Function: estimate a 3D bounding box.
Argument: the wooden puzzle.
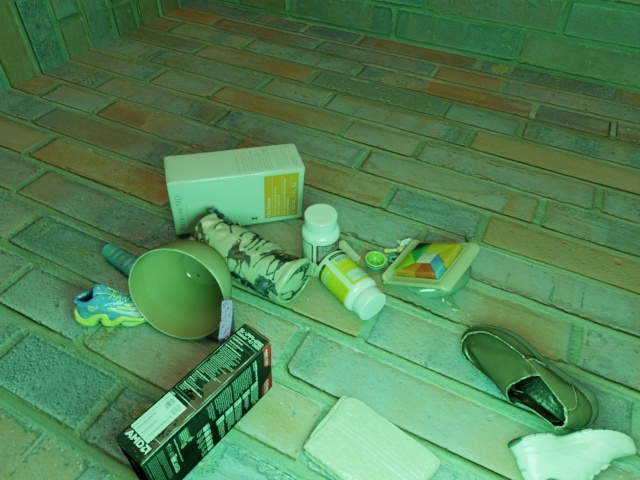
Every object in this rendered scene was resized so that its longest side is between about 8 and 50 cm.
[{"bbox_3d":[0.337,0.064,1.508,0.238,0.044,0.221,7,39,45],"label":"wooden puzzle"}]

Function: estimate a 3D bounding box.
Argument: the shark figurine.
[{"bbox_3d":[0.423,0.102,1.527,0.278,0.116,0.166,-34,56,-29],"label":"shark figurine"}]

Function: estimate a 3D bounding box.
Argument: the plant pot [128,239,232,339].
[{"bbox_3d":[-0.370,0.112,1.405,0.283,0.284,0.191,10,26,9],"label":"plant pot"}]

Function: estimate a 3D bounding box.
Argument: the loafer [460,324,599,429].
[{"bbox_3d":[0.494,0.331,1.220,0.130,0.134,0.365,-4,24,-41],"label":"loafer"}]

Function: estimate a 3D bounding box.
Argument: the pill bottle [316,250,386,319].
[{"bbox_3d":[0.093,0.135,1.477,0.119,0.119,0.208,-26,50,-25],"label":"pill bottle"}]

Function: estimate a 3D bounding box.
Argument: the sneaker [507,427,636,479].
[{"bbox_3d":[0.590,0.508,1.134,0.296,0.111,0.130,-6,61,-3],"label":"sneaker"}]

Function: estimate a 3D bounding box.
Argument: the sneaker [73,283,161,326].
[{"bbox_3d":[-0.589,0.184,1.404,0.239,0.126,0.091,-9,45,-10],"label":"sneaker"}]

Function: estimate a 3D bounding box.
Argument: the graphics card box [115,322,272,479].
[{"bbox_3d":[-0.265,0.388,1.124,0.094,0.233,0.371,32,52,22],"label":"graphics card box"}]

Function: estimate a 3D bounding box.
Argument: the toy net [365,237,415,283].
[{"bbox_3d":[0.257,0.050,1.621,0.232,0.045,0.122,-32,53,-30],"label":"toy net"}]

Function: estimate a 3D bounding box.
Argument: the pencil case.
[{"bbox_3d":[-0.215,0.048,1.530,0.410,0.160,0.183,27,52,24],"label":"pencil case"}]

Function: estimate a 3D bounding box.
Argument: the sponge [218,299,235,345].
[{"bbox_3d":[-0.238,0.264,1.270,0.031,0.210,0.117,-1,45,-6],"label":"sponge"}]

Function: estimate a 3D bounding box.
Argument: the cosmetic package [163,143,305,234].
[{"bbox_3d":[-0.293,-0.182,1.704,0.452,0.230,0.162,-9,46,-14],"label":"cosmetic package"}]

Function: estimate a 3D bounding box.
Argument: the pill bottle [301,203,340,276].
[{"bbox_3d":[0.000,0.000,1.540,0.121,0.221,0.121,1,44,-1],"label":"pill bottle"}]

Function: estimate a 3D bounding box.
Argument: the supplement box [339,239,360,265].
[{"bbox_3d":[0.087,0.053,1.601,0.036,0.062,0.098,-22,48,-23],"label":"supplement box"}]

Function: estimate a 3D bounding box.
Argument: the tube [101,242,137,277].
[{"bbox_3d":[-0.615,0.080,1.573,0.207,0.052,0.080,30,61,19],"label":"tube"}]

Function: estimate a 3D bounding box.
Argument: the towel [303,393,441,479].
[{"bbox_3d":[0.115,0.505,1.147,0.282,0.049,0.187,31,52,26],"label":"towel"}]
